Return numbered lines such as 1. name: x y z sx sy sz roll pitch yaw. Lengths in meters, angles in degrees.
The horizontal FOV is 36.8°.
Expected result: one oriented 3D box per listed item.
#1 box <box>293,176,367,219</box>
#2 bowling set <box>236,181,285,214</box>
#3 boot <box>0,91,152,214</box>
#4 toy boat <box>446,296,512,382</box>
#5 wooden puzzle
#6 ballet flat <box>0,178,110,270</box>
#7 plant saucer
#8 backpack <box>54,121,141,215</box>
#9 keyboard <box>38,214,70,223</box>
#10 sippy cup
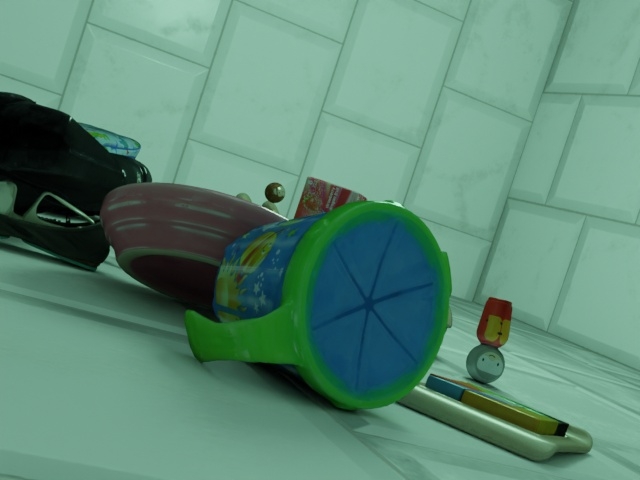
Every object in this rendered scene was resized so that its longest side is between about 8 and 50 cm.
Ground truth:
1. box: 0.000 0.000 2.156 0.128 0.257 0.122 19 0 13
2. bowling set: -0.158 -0.041 2.456 0.287 0.200 0.154 10 43 -41
3. boot: -0.512 -0.131 1.585 0.366 0.146 0.445 -1 -3 7
4. toy boat: 0.190 0.154 1.738 0.318 0.148 0.267 11 -7 32
5. wooden puzzle: 0.233 0.224 1.263 0.221 0.044 0.238 20 3 29
6. ballet flat: -0.448 -0.036 1.436 0.280 0.096 0.095 17 4 -27
7. plant saucer: -0.157 0.026 1.366 0.332 0.084 0.332 13 -20 5
8. backpack: -0.569 -0.167 2.244 0.290 0.273 0.355 12 -12 20
9. keyboard: -0.501 -0.036 1.792 0.100 0.038 0.192 18 3 -12
10. sippy cup: -0.005 0.067 1.145 0.305 0.240 0.224 28 -16 -38
